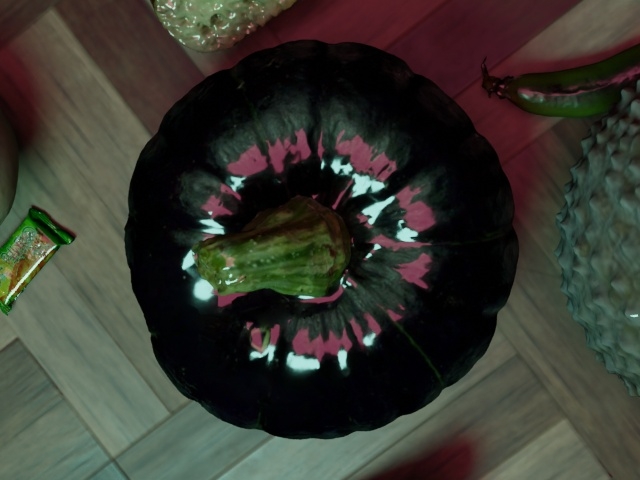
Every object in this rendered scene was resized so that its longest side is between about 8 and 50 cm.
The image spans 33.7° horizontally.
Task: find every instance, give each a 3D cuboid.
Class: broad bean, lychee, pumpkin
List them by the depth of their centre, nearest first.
[{"bbox_3d":[0.302,0.011,0.727,0.300,0.300,0.300,0,95,5],"label":"lychee"},{"bbox_3d":[0.000,0.000,0.747,0.295,0.296,0.296,0,95,5],"label":"pumpkin"},{"bbox_3d":[0.241,-0.141,0.832,0.226,0.039,0.069,-14,88,6],"label":"broad bean"}]

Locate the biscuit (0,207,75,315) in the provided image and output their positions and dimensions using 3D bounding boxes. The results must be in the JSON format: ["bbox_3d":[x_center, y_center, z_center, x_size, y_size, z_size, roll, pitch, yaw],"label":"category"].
[{"bbox_3d":[-0.255,0.017,0.897,0.046,0.016,0.089,42,97,0],"label":"biscuit"}]

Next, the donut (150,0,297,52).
[{"bbox_3d":[-0.101,-0.243,0.819,0.126,0.144,0.186,-40,121,13],"label":"donut"}]

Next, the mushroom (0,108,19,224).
[{"bbox_3d":[-0.336,-0.034,0.831,0.204,0.204,0.204,0,95,5],"label":"mushroom"}]
